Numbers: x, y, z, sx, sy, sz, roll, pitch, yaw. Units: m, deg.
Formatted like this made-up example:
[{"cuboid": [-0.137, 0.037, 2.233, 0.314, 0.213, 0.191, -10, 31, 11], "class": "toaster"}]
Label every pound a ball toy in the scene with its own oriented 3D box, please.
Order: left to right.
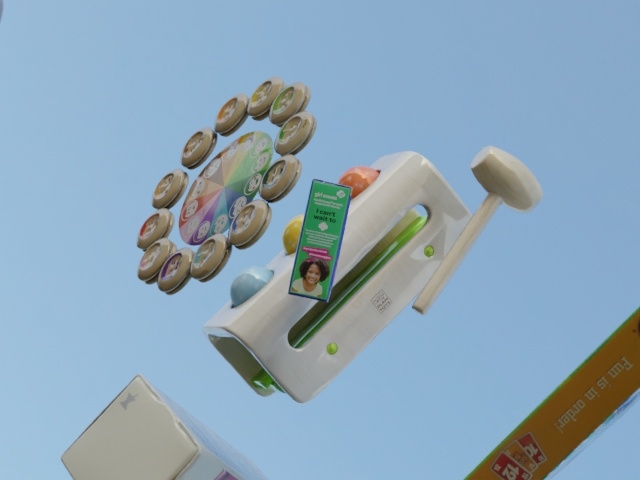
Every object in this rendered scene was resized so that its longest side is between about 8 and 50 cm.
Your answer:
[{"cuboid": [0.043, 0.012, 1.425, 0.136, 0.319, 0.208, 50, -18, -12], "class": "pound a ball toy"}]

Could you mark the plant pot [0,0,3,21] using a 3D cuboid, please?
[{"cuboid": [-0.339, -0.106, 0.760, 0.229, 0.263, 0.263, 42, -38, -23], "class": "plant pot"}]

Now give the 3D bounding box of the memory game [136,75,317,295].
[{"cuboid": [-0.071, -0.042, 1.013, 0.012, 0.186, 0.186, 37, -33, -30], "class": "memory game"}]

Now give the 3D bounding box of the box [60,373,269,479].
[{"cuboid": [-0.141, 0.275, 1.517, 0.148, 0.127, 0.232, 41, -4, 46], "class": "box"}]

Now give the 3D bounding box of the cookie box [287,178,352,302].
[{"cuboid": [0.000, 0.000, 1.309, 0.040, 0.092, 0.107, 11, -90, 0], "class": "cookie box"}]

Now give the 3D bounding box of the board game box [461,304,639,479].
[{"cuboid": [0.175, 0.047, 0.722, 0.039, 0.124, 0.259, 45, -64, 15], "class": "board game box"}]
